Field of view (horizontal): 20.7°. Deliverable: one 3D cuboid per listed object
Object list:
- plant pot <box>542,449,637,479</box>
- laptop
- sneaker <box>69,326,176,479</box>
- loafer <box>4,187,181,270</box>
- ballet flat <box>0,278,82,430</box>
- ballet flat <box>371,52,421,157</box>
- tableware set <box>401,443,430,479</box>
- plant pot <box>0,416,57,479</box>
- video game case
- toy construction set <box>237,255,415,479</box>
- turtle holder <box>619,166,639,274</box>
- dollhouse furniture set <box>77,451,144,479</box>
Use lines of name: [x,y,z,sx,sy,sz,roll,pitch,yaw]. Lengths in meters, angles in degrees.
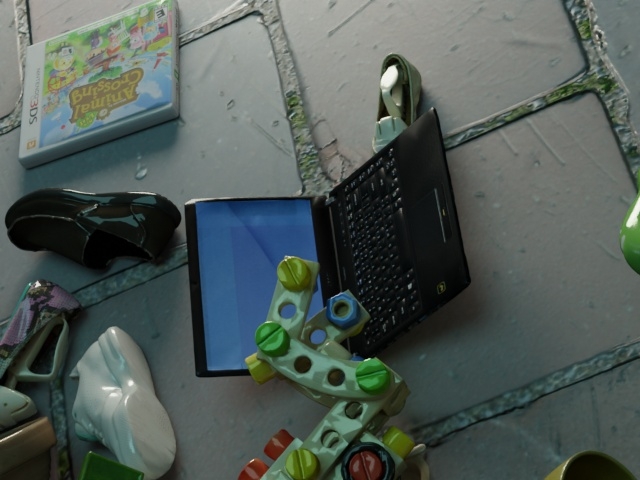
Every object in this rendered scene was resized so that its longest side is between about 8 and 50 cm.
plant pot: [0.214,0.257,1.486,0.095,0.134,0.134,-32,42,38]
laptop: [0.000,0.000,1.765,0.264,0.137,0.234,-39,42,34]
sneaker: [-0.213,0.186,1.803,0.094,0.080,0.212,-37,36,10]
loafer: [-0.265,-0.009,1.964,0.220,0.080,0.078,-4,55,26]
ballet flat: [-0.329,0.145,1.900,0.079,0.077,0.221,22,68,17]
ballet flat: [0.076,-0.130,1.883,0.057,0.052,0.168,-13,52,21]
tableware set: [0.044,0.269,1.630,0.141,0.020,0.168,-19,49,15]
plant pot: [-0.361,0.273,1.758,0.237,0.237,0.109,-25,91,11]
video game case: [-0.271,-0.196,2.144,0.212,0.023,0.193,-17,51,17]
toy construction set: [-0.041,0.197,1.614,0.215,0.151,0.327,38,97,18]
turtle holder: [0.417,0.003,1.508,0.227,0.243,0.320,-45,6,-27]
dollhouse furniture set: [-0.222,0.256,1.705,0.151,0.059,0.076,132,156,-60]
